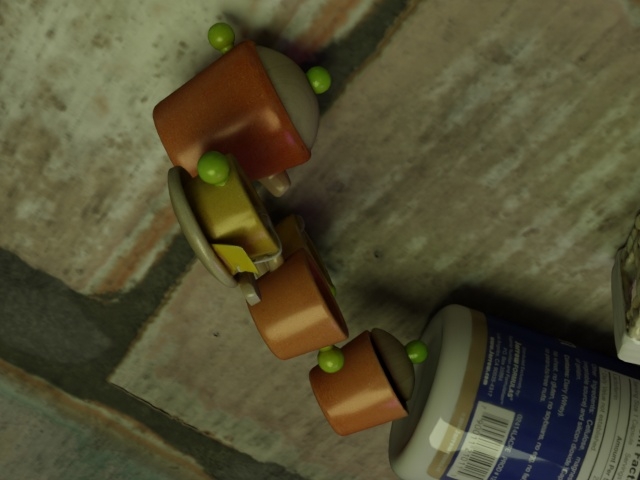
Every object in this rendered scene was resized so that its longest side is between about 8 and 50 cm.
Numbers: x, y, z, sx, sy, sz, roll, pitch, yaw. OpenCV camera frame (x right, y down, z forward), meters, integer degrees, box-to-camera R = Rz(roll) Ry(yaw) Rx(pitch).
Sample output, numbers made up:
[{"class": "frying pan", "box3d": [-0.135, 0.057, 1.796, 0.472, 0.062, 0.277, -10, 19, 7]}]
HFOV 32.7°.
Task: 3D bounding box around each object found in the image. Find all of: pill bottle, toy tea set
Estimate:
[{"class": "pill bottle", "box3d": [0.202, 0.163, 0.906, 0.264, 0.153, 0.153, 19, 132, -4]}, {"class": "toy tea set", "box3d": [0.000, 0.000, 0.805, 0.124, 0.200, 0.336, -27, 136, 5]}]

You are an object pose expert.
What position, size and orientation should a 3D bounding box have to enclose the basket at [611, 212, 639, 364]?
[{"class": "basket", "box3d": [0.307, 0.030, 0.793, 0.167, 0.113, 0.103, 10, 130, 5]}]
